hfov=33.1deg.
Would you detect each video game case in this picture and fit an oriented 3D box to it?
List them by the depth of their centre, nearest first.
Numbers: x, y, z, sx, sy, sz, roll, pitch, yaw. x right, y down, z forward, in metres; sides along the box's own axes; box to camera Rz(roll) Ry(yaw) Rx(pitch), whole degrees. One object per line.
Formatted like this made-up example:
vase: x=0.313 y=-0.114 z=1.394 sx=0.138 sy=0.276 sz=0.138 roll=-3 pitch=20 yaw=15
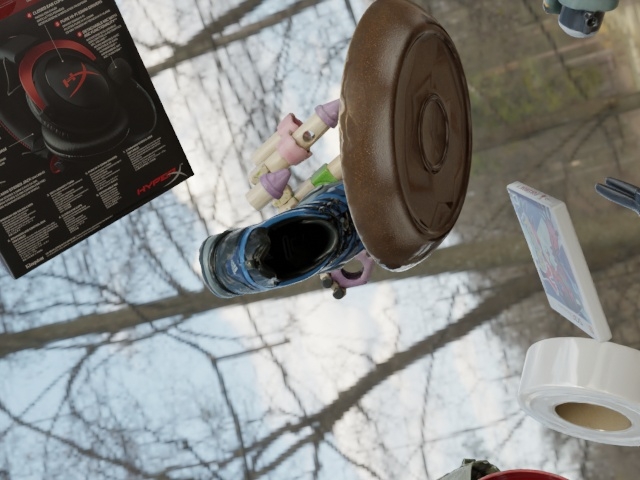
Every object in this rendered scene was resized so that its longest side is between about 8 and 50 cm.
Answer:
video game case: x=0.325 y=0.025 z=1.478 sx=0.183 sy=0.023 sz=0.201 roll=-127 pitch=14 yaw=-75

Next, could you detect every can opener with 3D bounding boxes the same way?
can opener: x=0.564 y=-0.075 z=1.916 sx=0.186 sy=0.059 sz=0.073 roll=-139 pitch=34 yaw=-59

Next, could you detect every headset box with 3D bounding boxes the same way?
headset box: x=-0.288 y=-0.146 z=1.064 sx=0.110 sy=0.218 sz=0.293 roll=25 pitch=144 yaw=56

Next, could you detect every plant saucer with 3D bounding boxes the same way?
plant saucer: x=0.109 y=-0.120 z=1.205 sx=0.310 sy=0.050 sz=0.311 roll=-3 pitch=-86 yaw=-61

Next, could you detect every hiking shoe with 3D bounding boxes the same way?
hiking shoe: x=0.000 y=0.000 z=1.359 sx=0.304 sy=0.132 sz=0.113 roll=-27 pitch=-76 yaw=-35

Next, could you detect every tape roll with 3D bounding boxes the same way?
tape roll: x=0.510 y=0.283 z=1.988 sx=0.286 sy=0.286 sz=0.100 roll=54 pitch=-132 yaw=-53

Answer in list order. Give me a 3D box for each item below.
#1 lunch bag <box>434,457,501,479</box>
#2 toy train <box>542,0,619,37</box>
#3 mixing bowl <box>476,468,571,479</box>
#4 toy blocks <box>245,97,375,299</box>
lunch bag: x=0.256 y=0.543 z=1.874 sx=0.169 sy=0.235 sz=0.287 roll=4 pitch=-120 yaw=-32
toy train: x=0.424 y=-0.482 z=1.669 sx=0.190 sy=0.142 sz=0.334 roll=-95 pitch=11 yaw=-50
mixing bowl: x=0.190 y=0.294 z=0.975 sx=0.098 sy=0.181 sz=0.181 roll=22 pitch=-125 yaw=-76
toy blocks: x=0.042 y=-0.113 z=2.026 sx=0.288 sy=0.260 sz=0.309 roll=46 pitch=-165 yaw=-15
